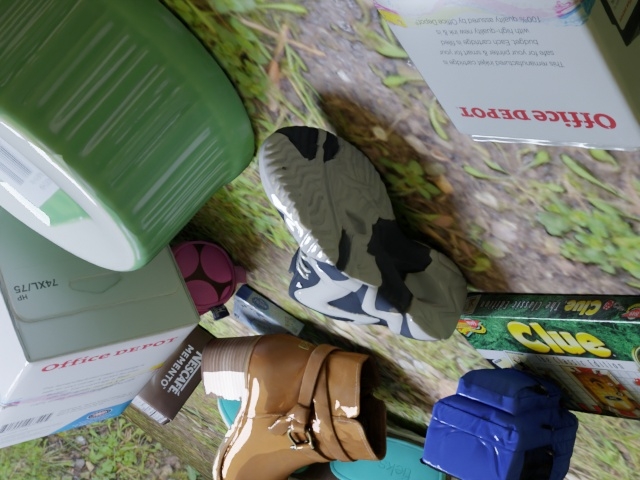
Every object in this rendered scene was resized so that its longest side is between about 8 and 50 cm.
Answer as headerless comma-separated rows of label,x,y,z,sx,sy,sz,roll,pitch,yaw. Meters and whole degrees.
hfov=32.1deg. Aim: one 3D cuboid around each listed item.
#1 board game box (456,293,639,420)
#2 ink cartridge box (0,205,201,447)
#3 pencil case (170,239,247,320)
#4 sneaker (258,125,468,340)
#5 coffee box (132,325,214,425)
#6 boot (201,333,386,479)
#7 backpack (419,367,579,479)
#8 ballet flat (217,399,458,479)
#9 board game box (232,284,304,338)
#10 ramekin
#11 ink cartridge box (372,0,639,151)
board game box,0.219,0.094,0.879,0.136,0.030,0.259,46,158,-19
ink cartridge box,-0.298,0.083,1.237,0.270,0.198,0.197,-46,62,48
pencil case,-0.174,0.066,1.325,0.209,0.098,0.095,-25,77,57
sneaker,0.000,0.000,0.925,0.235,0.094,0.153,37,154,-33
coffee box,-0.282,0.142,1.634,0.246,0.141,0.098,37,160,-4
boot,-0.016,0.241,1.333,0.220,0.109,0.283,2,108,28
backpack,0.163,0.160,0.935,0.098,0.101,0.120,24,-171,41
ballet flat,0.031,0.270,1.453,0.400,0.139,0.139,18,153,38
board game box,-0.064,0.097,1.353,0.090,0.020,0.090,34,159,6
ramekin,-0.221,-0.109,0.965,0.303,0.148,0.303,31,159,13
ink cartridge box,0.088,-0.131,0.527,0.127,0.072,0.175,11,148,49
